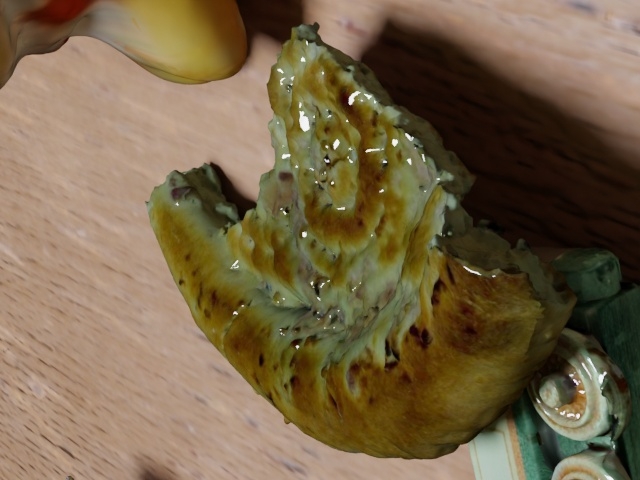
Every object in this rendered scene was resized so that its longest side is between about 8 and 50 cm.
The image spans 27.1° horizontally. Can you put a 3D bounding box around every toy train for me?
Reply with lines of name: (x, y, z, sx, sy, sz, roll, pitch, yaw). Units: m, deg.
toy train: (0.109, 0.096, 0.557, 0.125, 0.080, 0.194, 4, 109, 58)

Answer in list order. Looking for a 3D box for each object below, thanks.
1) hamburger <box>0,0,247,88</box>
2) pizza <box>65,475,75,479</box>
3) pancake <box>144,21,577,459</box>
hamburger: (-0.158, -0.191, 0.627, 0.303, 0.186, 0.261, 63, 168, -1)
pizza: (-0.015, 0.382, 0.823, 0.435, 0.080, 0.392, 31, 134, 49)
pancake: (-0.005, 0.002, 0.597, 0.376, 0.054, 0.197, -4, 93, 64)
